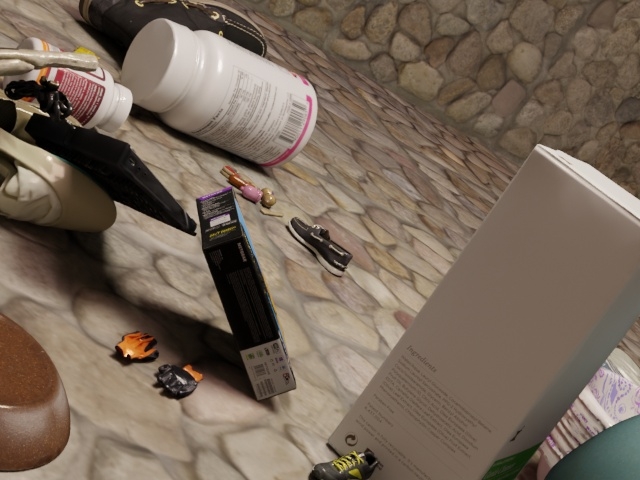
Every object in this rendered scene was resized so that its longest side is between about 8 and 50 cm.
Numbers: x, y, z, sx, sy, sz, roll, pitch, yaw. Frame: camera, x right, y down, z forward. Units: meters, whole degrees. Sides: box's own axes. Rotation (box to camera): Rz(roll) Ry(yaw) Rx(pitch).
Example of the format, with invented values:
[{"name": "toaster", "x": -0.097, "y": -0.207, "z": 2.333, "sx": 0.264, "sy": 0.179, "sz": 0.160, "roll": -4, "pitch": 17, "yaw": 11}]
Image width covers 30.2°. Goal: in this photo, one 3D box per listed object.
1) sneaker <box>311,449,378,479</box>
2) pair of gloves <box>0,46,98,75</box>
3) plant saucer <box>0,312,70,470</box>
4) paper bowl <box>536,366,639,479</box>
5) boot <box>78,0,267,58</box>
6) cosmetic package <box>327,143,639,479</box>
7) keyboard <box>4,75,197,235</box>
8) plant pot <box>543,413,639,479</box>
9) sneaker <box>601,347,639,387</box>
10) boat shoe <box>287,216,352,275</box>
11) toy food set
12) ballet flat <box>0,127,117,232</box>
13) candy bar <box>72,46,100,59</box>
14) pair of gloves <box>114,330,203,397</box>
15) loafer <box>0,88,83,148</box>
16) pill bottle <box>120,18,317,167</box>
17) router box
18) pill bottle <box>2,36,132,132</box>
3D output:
[{"name": "sneaker", "x": 0.023, "y": 0.213, "z": 1.119, "sx": 0.031, "sy": 0.035, "sz": 0.083, "roll": 43, "pitch": 18, "yaw": 31}, {"name": "pair of gloves", "x": -0.387, "y": -0.193, "z": 1.290, "sx": 0.240, "sy": 0.042, "sz": 0.204, "roll": 10, "pitch": 10, "yaw": 40}, {"name": "plant saucer", "x": -0.268, "y": 0.091, "z": 0.886, "sx": 0.199, "sy": 0.036, "sz": 0.198, "roll": 31, "pitch": 15, "yaw": -9}, {"name": "paper bowl", "x": 0.373, "y": 0.289, "z": 1.402, "sx": 0.284, "sy": 0.148, "sz": 0.284, "roll": 32, "pitch": 15, "yaw": -10}, {"name": "boot", "x": -0.208, "y": -0.326, "z": 2.064, "sx": 0.377, "sy": 0.138, "sz": 0.284, "roll": 15, "pitch": 23, "yaw": -41}, {"name": "cosmetic package", "x": 0.192, "y": 0.099, "z": 1.189, "sx": 0.155, "sy": 0.365, "sz": 0.197, "roll": 41, "pitch": 17, "yaw": 22}, {"name": "keyboard", "x": -0.249, "y": -0.094, "z": 1.225, "sx": 0.201, "sy": 0.033, "sz": 0.317, "roll": 51, "pitch": -16, "yaw": -27}, {"name": "plant pot", "x": 0.322, "y": 0.290, "z": 1.146, "sx": 0.196, "sy": 0.290, "sz": 0.290, "roll": 0, "pitch": -9, "yaw": 38}, {"name": "sneaker", "x": 0.468, "y": 0.276, "z": 1.778, "sx": 0.122, "sy": 0.110, "sz": 0.283, "roll": -4, "pitch": 35, "yaw": -39}, {"name": "boat shoe", "x": 0.000, "y": 0.000, "z": 1.703, "sx": 0.046, "sy": 0.038, "sz": 0.125, "roll": 17, "pitch": 24, "yaw": -49}, {"name": "toy food set", "x": -0.104, "y": -0.081, "z": 1.765, "sx": 0.122, "sy": 0.019, "sz": 0.078, "roll": 42, "pitch": 17, "yaw": 25}, {"name": "ballet flat", "x": -0.326, "y": -0.068, "z": 1.192, "sx": 0.248, "sy": 0.086, "sz": 0.086, "roll": 32, "pitch": 16, "yaw": -4}, {"name": "candy bar", "x": -0.367, "y": -0.274, "z": 1.806, "sx": 0.040, "sy": 0.018, "sz": 0.161, "roll": 28, "pitch": 17, "yaw": -9}, {"name": "pair of gloves", "x": -0.151, "y": 0.115, "z": 1.103, "sx": 0.083, "sy": 0.010, "sz": 0.074, "roll": 39, "pitch": 14, "yaw": 6}, {"name": "loafer", "x": -0.346, "y": -0.135, "z": 1.377, "sx": 0.148, "sy": 0.056, "sz": 0.050, "roll": 20, "pitch": 19, "yaw": -14}, {"name": "pill bottle", "x": -0.156, "y": -0.229, "z": 1.838, "sx": 0.283, "sy": 0.160, "sz": 0.160, "roll": 21, "pitch": 20, "yaw": -41}, {"name": "router box", "x": -0.076, "y": 0.051, "z": 1.193, "sx": 0.133, "sy": 0.046, "sz": 0.178, "roll": -111, "pitch": -177, "yaw": -65}, {"name": "pill bottle", "x": -0.325, "y": -0.196, "z": 1.533, "sx": 0.152, "sy": 0.086, "sz": 0.086, "roll": 23, "pitch": 19, "yaw": -37}]
